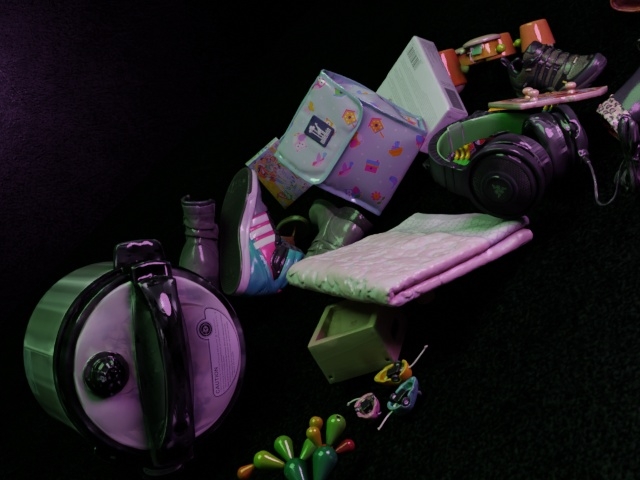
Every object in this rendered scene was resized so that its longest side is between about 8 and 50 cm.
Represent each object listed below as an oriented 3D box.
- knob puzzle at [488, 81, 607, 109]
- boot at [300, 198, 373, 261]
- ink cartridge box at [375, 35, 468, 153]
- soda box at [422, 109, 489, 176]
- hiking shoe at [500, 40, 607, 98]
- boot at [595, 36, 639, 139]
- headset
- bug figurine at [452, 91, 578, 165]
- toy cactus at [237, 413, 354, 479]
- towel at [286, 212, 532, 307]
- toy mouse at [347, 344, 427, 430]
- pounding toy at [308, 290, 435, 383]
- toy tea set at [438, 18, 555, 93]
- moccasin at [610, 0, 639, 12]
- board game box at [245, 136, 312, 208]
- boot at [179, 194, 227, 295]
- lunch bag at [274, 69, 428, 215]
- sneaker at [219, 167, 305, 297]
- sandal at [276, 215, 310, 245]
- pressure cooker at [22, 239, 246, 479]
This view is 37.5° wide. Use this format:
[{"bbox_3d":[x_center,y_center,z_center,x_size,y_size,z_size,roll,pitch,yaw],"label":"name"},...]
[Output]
[{"bbox_3d":[0.416,-0.263,1.675,0.213,0.030,0.213,-9,10,2],"label":"knob puzzle"},{"bbox_3d":[0.000,0.000,2.024,0.161,0.083,0.246,-52,22,-10],"label":"boot"},{"bbox_3d":[0.205,-0.286,2.124,0.239,0.060,0.275,-55,35,35],"label":"ink cartridge box"},{"bbox_3d":[0.292,-0.192,1.932,0.169,0.053,0.060,-44,22,-9],"label":"soda box"},{"bbox_3d":[0.455,-0.342,1.866,0.226,0.114,0.086,-8,39,53],"label":"hiking shoe"},{"bbox_3d":[0.549,-0.272,1.628,0.178,0.085,0.236,-38,23,14],"label":"boot"},{"bbox_3d":[0.349,-0.155,1.543,0.243,0.185,0.394,-31,36,-29],"label":"headset"},{"bbox_3d":[0.346,-0.171,1.777,0.279,0.072,0.216,-44,28,-21],"label":"bug figurine"},{"bbox_3d":[-0.025,0.364,1.393,0.219,0.112,0.180,-38,41,0],"label":"toy cactus"},{"bbox_3d":[0.145,0.023,1.614,0.316,0.053,0.331,-23,13,-26],"label":"towel"},{"bbox_3d":[0.105,0.249,1.449,0.161,0.031,0.143,-31,24,24],"label":"toy mouse"},{"bbox_3d":[0.108,0.136,1.584,0.206,0.094,0.181,-21,21,26],"label":"pounding toy"},{"bbox_3d":[0.381,-0.398,2.145,0.200,0.124,0.336,-19,7,-30],"label":"toy tea set"},{"bbox_3d":[0.685,-0.502,1.759,0.147,0.139,0.380,-48,23,-13],"label":"moccasin"},{"bbox_3d":[-0.102,-0.170,2.395,0.103,0.154,0.026,-42,22,-1],"label":"board game box"},{"bbox_3d":[-0.262,0.016,2.137,0.118,0.223,0.338,-1,-5,-9],"label":"boot"},{"bbox_3d":[0.061,-0.211,1.986,0.223,0.262,0.160,-59,16,22],"label":"lunch bag"},{"bbox_3d":[-0.118,-0.005,2.077,0.123,0.178,0.296,-22,59,48],"label":"sneaker"},{"bbox_3d":[-0.092,0.003,2.182,0.180,0.072,0.049,-30,40,29],"label":"sandal"},{"bbox_3d":[-0.345,0.224,1.781,0.376,0.370,0.420,-54,22,-20],"label":"pressure cooker"}]
